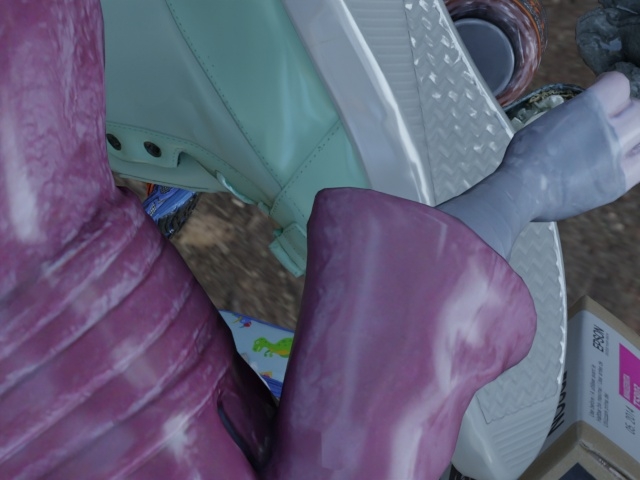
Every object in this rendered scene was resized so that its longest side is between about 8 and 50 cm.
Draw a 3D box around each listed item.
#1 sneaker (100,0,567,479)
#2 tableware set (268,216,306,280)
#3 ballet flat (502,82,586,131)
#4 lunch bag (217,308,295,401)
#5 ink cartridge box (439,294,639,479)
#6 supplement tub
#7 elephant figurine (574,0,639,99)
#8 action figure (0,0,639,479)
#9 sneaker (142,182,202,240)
[{"bbox_3d":[-0.004,-0.019,0.687,0.094,0.151,0.256,-41,114,-46],"label":"sneaker"},{"bbox_3d":[0.000,0.000,1.611,0.020,0.141,0.169,-31,92,-25],"label":"tableware set"},{"bbox_3d":[0.088,-0.040,1.025,0.188,0.070,0.070,-34,108,-20],"label":"ballet flat"},{"bbox_3d":[-0.043,0.172,1.718,0.090,0.176,0.219,-58,156,-32],"label":"lunch bag"},{"bbox_3d":[0.137,0.164,1.151,0.088,0.235,0.193,40,111,-6],"label":"ink cartridge box"},{"bbox_3d":[0.137,-0.166,1.485,0.106,0.198,0.106,3,106,10],"label":"supplement tub"},{"bbox_3d":[0.270,-0.139,1.011,0.186,0.239,0.169,-4,75,-29],"label":"elephant figurine"},{"bbox_3d":[-0.068,0.022,0.389,0.248,0.276,0.370,-38,101,19],"label":"action figure"},{"bbox_3d":[-0.162,-0.078,1.909,0.087,0.221,0.083,29,135,-1],"label":"sneaker"}]
